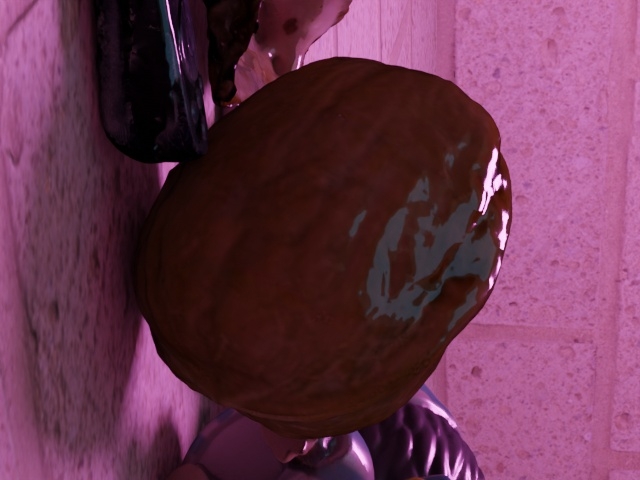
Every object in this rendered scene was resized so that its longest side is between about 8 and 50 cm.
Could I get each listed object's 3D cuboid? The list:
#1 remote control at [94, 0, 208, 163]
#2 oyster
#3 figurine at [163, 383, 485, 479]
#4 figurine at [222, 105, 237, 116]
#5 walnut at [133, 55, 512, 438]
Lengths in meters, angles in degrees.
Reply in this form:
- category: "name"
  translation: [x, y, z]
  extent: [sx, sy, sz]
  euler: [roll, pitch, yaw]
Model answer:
- category: "remote control"
  translation: [-0.118, -0.171, 1.045]
  extent: [0.090, 0.066, 0.265]
  euler: [-100, -177, -63]
- category: "oyster"
  translation: [-0.027, -0.217, 1.306]
  extent: [0.221, 0.096, 0.361]
  euler: [-56, 176, 8]
- category: "figurine"
  translation: [-0.027, 0.186, 1.468]
  extent: [0.361, 0.266, 0.377]
  euler: [50, 2, -40]
- category: "figurine"
  translation: [-0.017, -0.035, 1.450]
  extent: [0.256, 0.145, 0.182]
  euler: [-55, 150, -68]
- category: "walnut"
  translation: [0.000, 0.000, 1.175]
  extent: [0.227, 0.283, 0.283]
  euler: [61, 30, -48]
